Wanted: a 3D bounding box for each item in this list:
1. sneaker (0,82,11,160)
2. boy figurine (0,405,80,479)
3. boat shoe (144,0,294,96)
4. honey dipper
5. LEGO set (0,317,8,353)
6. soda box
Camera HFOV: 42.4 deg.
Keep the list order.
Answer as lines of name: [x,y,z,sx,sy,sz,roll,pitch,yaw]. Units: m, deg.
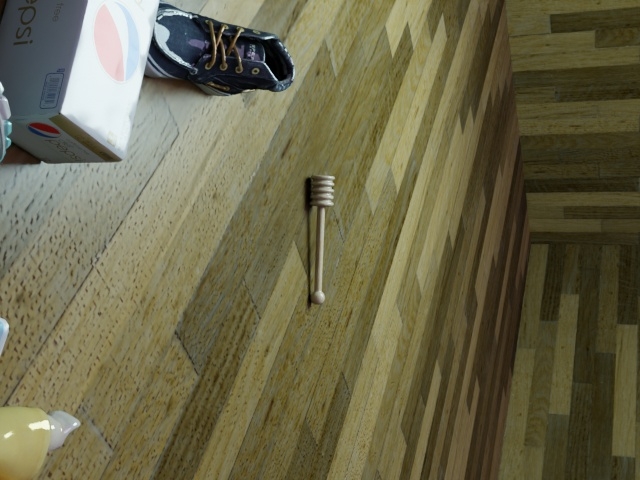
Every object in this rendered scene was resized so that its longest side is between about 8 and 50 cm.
sneaker: [-0.225,-0.096,0.422,0.076,0.064,0.167,-51,137,-33]
boy figurine: [-0.191,0.168,0.453,0.177,0.092,0.285,-66,152,-27]
boat shoe: [-0.090,-0.167,0.711,0.183,0.083,0.065,2,88,-69]
honey dipper: [0.000,0.000,1.023,0.030,0.030,0.161,-4,96,-69]
LEGO set: [-0.233,0.048,0.282,0.244,0.060,0.183,33,44,-32]
soda box: [-0.158,-0.164,0.559,0.074,0.069,0.216,43,51,-62]
